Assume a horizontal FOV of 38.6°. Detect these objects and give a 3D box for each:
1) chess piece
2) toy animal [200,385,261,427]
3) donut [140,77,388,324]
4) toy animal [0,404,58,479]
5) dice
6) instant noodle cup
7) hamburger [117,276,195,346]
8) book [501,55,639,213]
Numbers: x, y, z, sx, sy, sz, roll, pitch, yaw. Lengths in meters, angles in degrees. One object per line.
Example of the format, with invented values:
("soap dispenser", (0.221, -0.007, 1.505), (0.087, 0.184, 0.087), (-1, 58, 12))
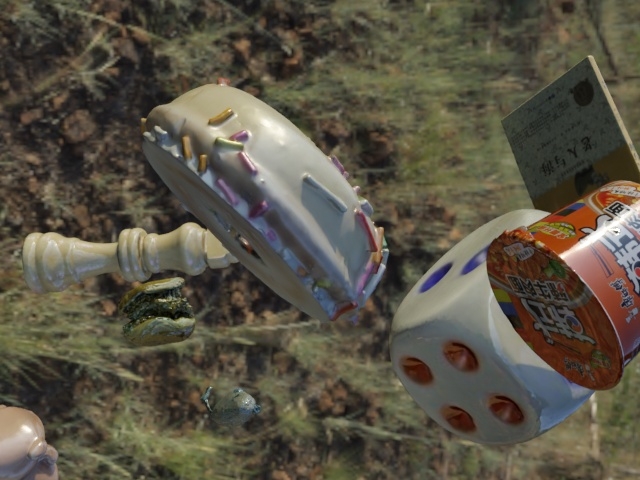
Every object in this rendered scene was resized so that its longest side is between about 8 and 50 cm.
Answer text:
("chess piece", (-0.333, 0.023, 1.658), (0.117, 0.396, 0.117), (-6, 90, -84))
("toy animal", (-0.208, 0.368, 1.997), (0.079, 0.253, 0.070), (-38, 100, -27))
("donut", (-0.066, -0.052, 1.187), (0.142, 0.382, 0.383), (-46, 140, -11))
("toy animal", (-0.533, 0.373, 1.535), (0.198, 0.171, 0.171), (105, 11, -49))
("dice", (0.312, 0.147, 1.550), (0.277, 0.304, 0.304), (50, 59, -6))
("instant noodle cup", (0.378, 0.047, 1.243), (0.192, 0.250, 0.250), (-34, 129, -18))
("hamburger", (-0.341, 0.158, 1.875), (0.159, 0.185, 0.131), (-13, 81, -42))
("book", (0.526, -0.142, 1.856), (0.032, 0.269, 0.389), (-7, 70, -37))
